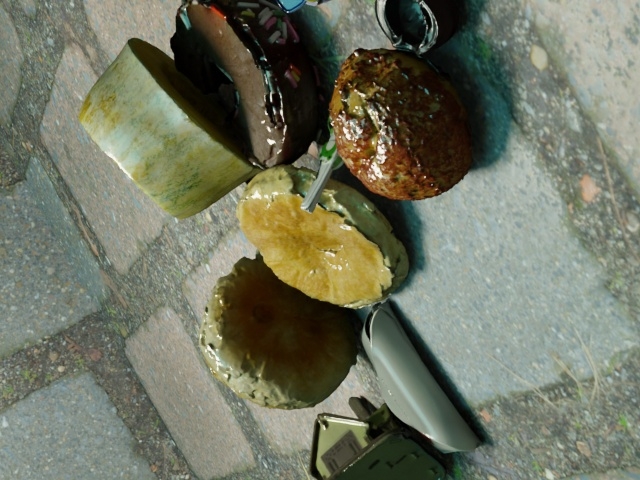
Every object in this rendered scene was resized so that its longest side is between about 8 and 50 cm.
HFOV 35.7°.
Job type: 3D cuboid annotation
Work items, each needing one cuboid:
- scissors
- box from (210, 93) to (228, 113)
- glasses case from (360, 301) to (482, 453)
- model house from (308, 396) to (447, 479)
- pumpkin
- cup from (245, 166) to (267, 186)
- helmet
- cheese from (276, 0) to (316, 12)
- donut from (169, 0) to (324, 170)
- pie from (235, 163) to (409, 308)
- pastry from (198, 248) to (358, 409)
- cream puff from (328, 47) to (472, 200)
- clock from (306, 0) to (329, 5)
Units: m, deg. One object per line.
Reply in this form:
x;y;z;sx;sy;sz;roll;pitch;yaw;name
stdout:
0.022;-0.138;1.568;0.027;0.204;0.101;28;173;-35;scissors
-0.254;-0.223;2.026;0.124;0.092;0.172;62;152;-1;box
0.158;0.265;1.791;0.308;0.083;0.128;56;151;11;glasses case
0.070;0.374;1.908;0.218;0.205;0.279;47;-175;-42;model house
-0.279;-0.185;1.804;0.332;0.199;0.332;41;-170;-9;pumpkin
-0.087;-0.092;1.900;0.100;0.078;0.077;1;126;25;cup
0.135;-0.303;1.328;0.123;0.070;0.098;42;141;45;helmet
0.023;-0.397;1.369;0.250;0.064;0.157;-26;104;37;cheese
-0.124;-0.305;1.698;0.345;0.136;0.259;46;147;25;donut
0.000;0.000;1.723;0.339;0.083;0.339;26;151;15;pie
-0.088;0.177;1.892;0.330;0.329;0.136;54;144;14;pastry
0.104;-0.162;1.411;0.240;0.164;0.240;53;158;32;cream puff
-0.034;-0.458;1.469;0.144;0.073;0.193;28;138;46;clock
